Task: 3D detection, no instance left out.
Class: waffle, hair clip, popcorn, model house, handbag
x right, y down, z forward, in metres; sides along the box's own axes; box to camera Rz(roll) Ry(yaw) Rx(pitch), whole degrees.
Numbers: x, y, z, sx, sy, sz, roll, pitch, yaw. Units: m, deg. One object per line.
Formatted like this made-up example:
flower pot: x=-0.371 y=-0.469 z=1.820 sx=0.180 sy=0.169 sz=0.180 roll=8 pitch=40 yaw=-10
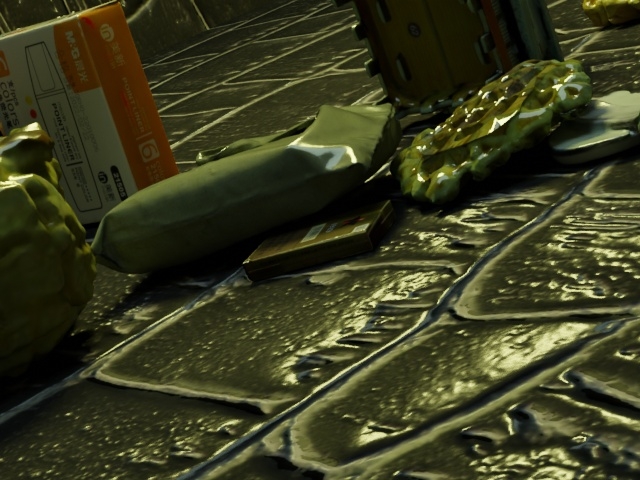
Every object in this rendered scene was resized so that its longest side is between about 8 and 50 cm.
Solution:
waffle: x=0.443 y=-0.334 z=2.082 sx=0.211 sy=0.055 sz=0.160 roll=-21 pitch=13 yaw=-2
waffle: x=0.168 y=-0.117 z=1.604 sx=0.223 sy=0.054 sz=0.204 roll=-34 pitch=11 yaw=1
hair clip: x=0.287 y=-0.116 z=1.511 sx=0.140 sy=0.054 sz=0.220 roll=-31 pitch=14 yaw=-18
popcorn: x=-0.347 y=0.013 z=1.543 sx=0.293 sy=0.237 sz=0.293 roll=-16 pitch=22 yaw=7
model house: x=0.160 y=-0.274 z=1.923 sx=0.198 sy=0.224 sz=0.215 roll=-10 pitch=19 yaw=41
handbag: x=-0.063 y=-0.062 z=1.683 sx=0.316 sy=0.109 sz=0.253 roll=-21 pitch=6 yaw=22

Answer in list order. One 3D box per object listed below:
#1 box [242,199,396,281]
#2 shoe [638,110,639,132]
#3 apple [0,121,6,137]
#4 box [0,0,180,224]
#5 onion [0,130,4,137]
box: x=0.000 y=0.000 z=1.541 sx=0.133 sy=0.023 sz=0.090 roll=-15 pitch=16 yaw=21
shoe: x=0.377 y=-0.108 z=1.306 sx=0.265 sy=0.095 sz=0.110 roll=19 pitch=77 yaw=47
apple: x=-0.387 y=-0.145 z=2.276 sx=0.164 sy=0.209 sz=0.209 roll=-30 pitch=15 yaw=-3
box: x=-0.315 y=-0.159 z=2.083 sx=0.221 sy=0.273 sz=0.091 roll=-11 pitch=12 yaw=41
onion: x=-0.535 y=-0.075 z=2.100 sx=0.276 sy=0.276 sz=0.276 roll=-20 pitch=14 yaw=5
